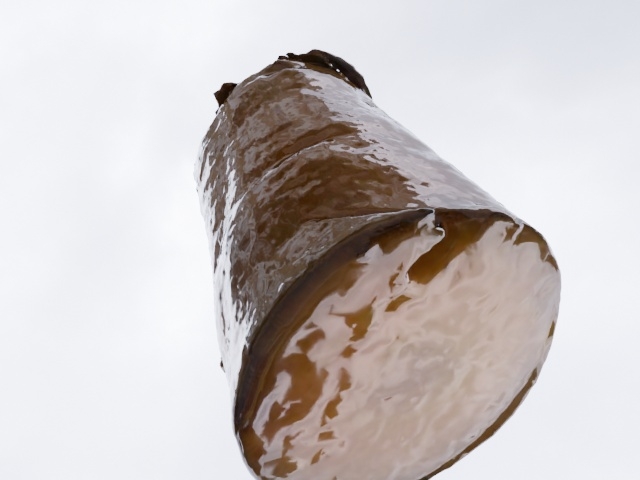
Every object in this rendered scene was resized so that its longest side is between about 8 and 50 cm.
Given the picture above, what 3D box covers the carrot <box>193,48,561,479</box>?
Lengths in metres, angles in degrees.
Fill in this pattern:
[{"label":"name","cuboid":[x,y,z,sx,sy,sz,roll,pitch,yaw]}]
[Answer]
[{"label":"carrot","cuboid":[0.000,0.000,0.553,0.196,0.196,0.254,-33,-139,-1]}]
